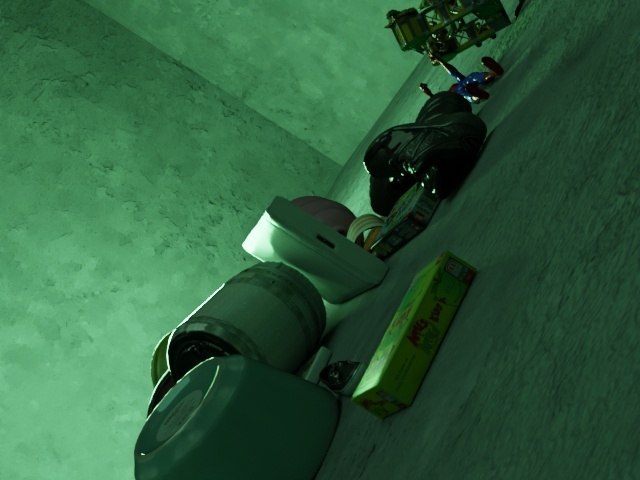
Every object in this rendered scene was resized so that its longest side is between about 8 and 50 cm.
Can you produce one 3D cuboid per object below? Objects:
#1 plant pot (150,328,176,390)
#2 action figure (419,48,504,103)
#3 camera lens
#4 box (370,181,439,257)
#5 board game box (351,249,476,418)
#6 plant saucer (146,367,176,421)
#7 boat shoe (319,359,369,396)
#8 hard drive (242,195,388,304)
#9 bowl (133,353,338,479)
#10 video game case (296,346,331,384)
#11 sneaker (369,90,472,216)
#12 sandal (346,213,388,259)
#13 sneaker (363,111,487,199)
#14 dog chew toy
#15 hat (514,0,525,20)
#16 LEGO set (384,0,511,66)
[{"bbox_3d":[-0.187,0.257,2.108,0.254,0.276,0.276,-40,15,39],"label":"plant pot"},{"bbox_3d":[0.254,-0.315,1.888,0.091,0.139,0.280,-57,2,-3],"label":"action figure"},{"bbox_3d":[-0.137,0.190,1.822,0.274,0.219,0.219,-45,-7,-49],"label":"camera lens"},{"bbox_3d":[0.156,-0.047,1.675,0.114,0.036,0.207,-59,5,-20],"label":"box"},{"bbox_3d":[0.105,0.106,1.090,0.181,0.043,0.092,-59,5,-25],"label":"board game box"},{"bbox_3d":[-0.255,0.363,1.950,0.311,0.050,0.310,-13,69,38],"label":"plant saucer"},{"bbox_3d":[0.029,0.191,1.358,0.049,0.040,0.142,-59,4,-19],"label":"boat shoe"},{"bbox_3d":[-0.022,0.028,1.817,0.047,0.233,0.353,-58,4,-14],"label":"hard drive"},{"bbox_3d":[-0.140,0.279,1.345,0.311,0.163,0.311,-41,16,15],"label":"bowl"},{"bbox_3d":[-0.069,0.316,1.684,0.206,0.026,0.227,-53,5,46],"label":"video game case"},{"bbox_3d":[0.172,-0.145,1.795,0.286,0.109,0.130,-57,10,34],"label":"sneaker"},{"bbox_3d":[0.087,-0.007,1.893,0.102,0.076,0.265,-57,4,11],"label":"sandal"},{"bbox_3d":[0.152,-0.124,1.556,0.228,0.087,0.130,-10,42,38],"label":"sneaker"},{"bbox_3d":[0.000,0.000,2.125,0.206,0.207,0.332,-58,12,-9],"label":"dog chew toy"},{"bbox_3d":[0.450,-0.527,1.882,0.209,0.184,0.172,25,94,43],"label":"hat"},{"bbox_3d":[0.252,-0.508,1.997,0.255,0.192,0.331,-28,-10,29],"label":"LEGO set"}]
